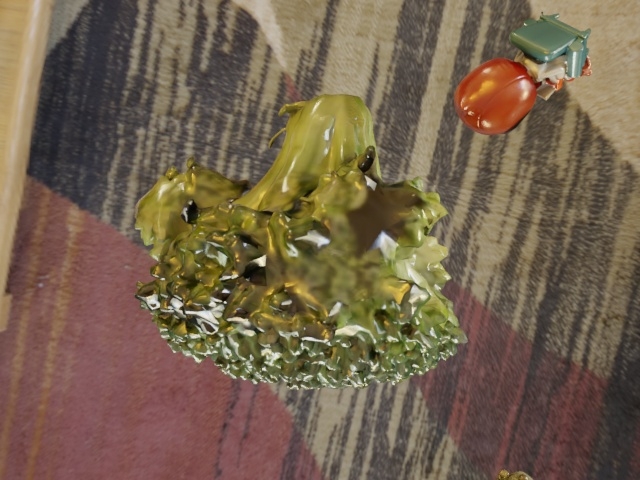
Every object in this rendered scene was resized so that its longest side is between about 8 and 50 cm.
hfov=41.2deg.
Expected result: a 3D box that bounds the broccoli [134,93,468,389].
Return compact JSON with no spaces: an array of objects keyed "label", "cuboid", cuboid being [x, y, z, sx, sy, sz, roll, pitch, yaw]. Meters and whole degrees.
[{"label":"broccoli","cuboid":[0.011,0.000,0.808,0.347,0.293,0.281,6,77,-34]}]

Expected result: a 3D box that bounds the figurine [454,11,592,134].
[{"label":"figurine","cuboid":[0.180,-0.146,0.769,0.140,0.075,0.068,-36,54,-12]}]

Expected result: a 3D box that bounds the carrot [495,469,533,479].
[{"label":"carrot","cuboid":[0.042,0.257,0.577,0.069,0.069,0.336,36,121,4]}]
